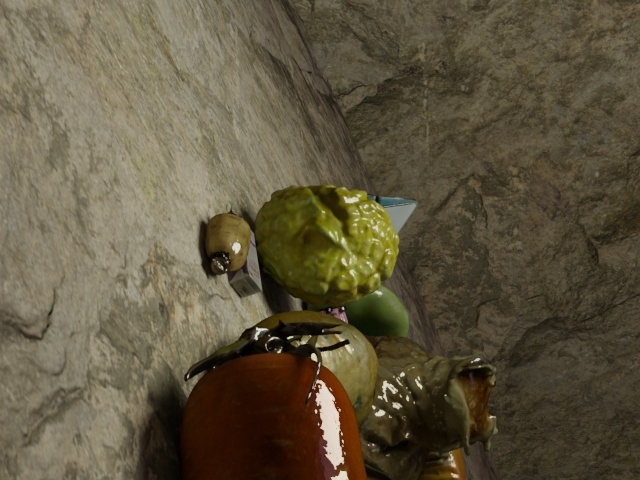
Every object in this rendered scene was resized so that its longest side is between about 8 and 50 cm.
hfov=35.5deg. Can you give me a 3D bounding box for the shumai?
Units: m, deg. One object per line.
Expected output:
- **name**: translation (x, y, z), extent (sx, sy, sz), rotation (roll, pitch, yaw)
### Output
- **shumai**: translation (0.175, 0.240, 1.673), extent (0.267, 0.262, 0.314), rotation (53, 23, -21)

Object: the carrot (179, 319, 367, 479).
- **carrot**: translation (-0.052, 0.220, 1.061), extent (0.214, 0.193, 0.331), rotation (92, -10, -48)

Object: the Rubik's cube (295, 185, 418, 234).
- **Rubik's cube**: translation (0.021, -0.016, 2.060), extent (0.233, 0.229, 0.228), rotation (32, -28, -5)

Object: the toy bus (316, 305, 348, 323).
- **toy bus**: translation (0.000, 0.155, 1.750), extent (0.203, 0.090, 0.063), rotation (15, 58, -78)

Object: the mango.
- **mango**: translation (-0.035, 0.189, 1.358), extent (0.176, 0.176, 0.329), rotation (40, 16, 32)

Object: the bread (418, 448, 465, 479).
- **bread**: translation (0.204, 0.509, 1.763), extent (0.152, 0.119, 0.288), rotation (68, 19, -63)

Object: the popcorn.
- **popcorn**: translation (0.000, 0.000, 1.710), extent (0.251, 0.236, 0.206), rotation (24, -56, 62)

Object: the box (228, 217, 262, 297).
- **box**: translation (-0.120, 0.026, 1.528), extent (0.051, 0.036, 0.117), rotation (55, 18, -51)

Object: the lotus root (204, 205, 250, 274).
- **lotus root**: translation (-0.132, 0.000, 1.449), extent (0.072, 0.063, 0.152), rotation (52, 22, -30)

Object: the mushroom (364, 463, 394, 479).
- **mushroom**: translation (0.017, 0.356, 1.234), extent (0.164, 0.189, 0.267), rotation (-63, -179, -17)

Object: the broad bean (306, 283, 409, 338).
- **broad bean**: translation (0.071, 0.140, 1.919), extent (0.228, 0.169, 0.100), rotation (51, 20, -30)
